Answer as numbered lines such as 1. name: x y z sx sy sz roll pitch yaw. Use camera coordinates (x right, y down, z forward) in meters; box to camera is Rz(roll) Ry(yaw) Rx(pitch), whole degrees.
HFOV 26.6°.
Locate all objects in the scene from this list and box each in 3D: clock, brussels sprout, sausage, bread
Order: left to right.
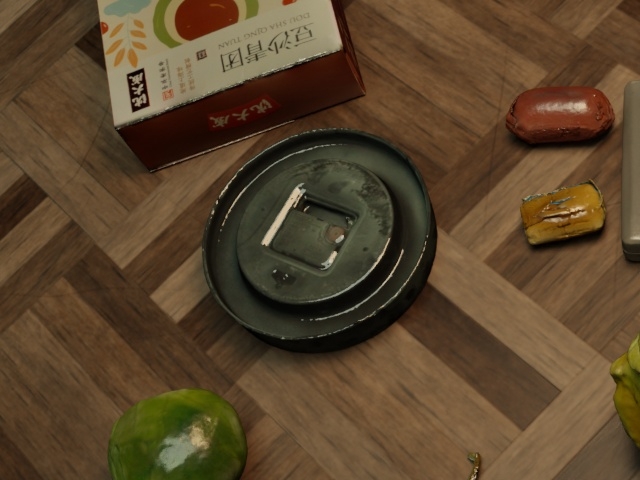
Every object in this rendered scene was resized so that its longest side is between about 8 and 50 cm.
1. brussels sprout: -0.178 0.267 1.668 0.180 0.144 0.161 -30 73 29
2. clock: -0.001 -0.001 1.802 0.319 0.066 0.319 -9 58 15
3. sausage: 0.314 -0.166 1.778 0.141 0.076 0.076 2 62 22
4. bread: 0.308 -0.036 1.716 0.106 0.053 0.072 -15 54 18

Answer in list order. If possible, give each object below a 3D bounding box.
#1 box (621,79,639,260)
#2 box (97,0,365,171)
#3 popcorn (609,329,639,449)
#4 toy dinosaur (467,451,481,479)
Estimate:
1. box: 0.431 -0.092 1.701 0.103 0.055 0.244 -2 60 19
2. box: -0.146 -0.336 2.015 0.344 0.122 0.385 -18 57 9
3. popcorn: 0.444 0.148 1.439 0.276 0.276 0.225 -18 52 10
4. toy dinosaur: 0.172 0.327 1.566 0.058 0.037 0.180 -19 56 15
